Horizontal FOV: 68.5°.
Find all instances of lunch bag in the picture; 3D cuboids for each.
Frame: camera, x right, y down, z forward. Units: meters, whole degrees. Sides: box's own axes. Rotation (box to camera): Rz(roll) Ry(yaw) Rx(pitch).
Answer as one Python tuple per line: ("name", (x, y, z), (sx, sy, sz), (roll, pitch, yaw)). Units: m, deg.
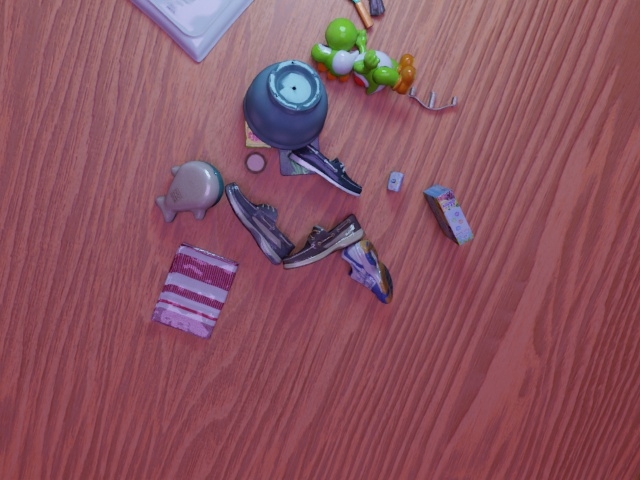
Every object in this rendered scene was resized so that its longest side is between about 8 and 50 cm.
("lunch bag", (0.284, -0.222, 1.771), (0.053, 0.083, 0.071), (13, 101, -10))

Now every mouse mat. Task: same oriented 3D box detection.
("mouse mat", (-0.079, -0.337, 1.741), (0.153, 0.007, 0.189), (-5, 103, -6))

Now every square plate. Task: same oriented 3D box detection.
("square plate", (-0.432, -0.848, 1.567), (0.347, 0.049, 0.344), (41, 94, -13))

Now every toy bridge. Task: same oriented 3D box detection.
("toy bridge", (0.415, -0.521, 1.753), (0.188, 0.026, 0.063), (9, 102, -9))

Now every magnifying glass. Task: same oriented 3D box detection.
("magnifying glass", (0.120, -0.855, 1.641), (0.092, 0.026, 0.231), (-30, 102, 1))

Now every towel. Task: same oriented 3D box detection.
("towel", (-0.478, 0.197, 1.790), (0.237, 0.037, 0.328), (22, 98, -12))

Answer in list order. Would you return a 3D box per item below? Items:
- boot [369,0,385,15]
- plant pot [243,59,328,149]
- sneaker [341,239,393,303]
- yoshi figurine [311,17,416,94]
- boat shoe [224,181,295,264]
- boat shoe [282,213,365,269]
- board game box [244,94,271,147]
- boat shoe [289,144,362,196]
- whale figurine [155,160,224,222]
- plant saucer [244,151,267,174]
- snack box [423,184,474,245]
("boot", (0.217, -0.854, 1.652), (0.107, 0.037, 0.114), (-13, 100, 9))
("plant pot", (-0.100, -0.472, 1.562), (0.293, 0.196, 0.293), (2, 81, -15))
("sneaker", (0.184, 0.129, 1.838), (0.131, 0.112, 0.296), (-17, 114, 27))
("yoshi figurine", (0.154, -0.648, 1.621), (0.362, 0.203, 0.202), (14, 84, -7))
("boat shoe", (-0.219, -0.076, 1.730), (0.130, 0.132, 0.355), (-36, 113, -8))
("boat shoe", (0.000, 0.000, 1.757), (0.342, 0.123, 0.123), (-25, 94, -13))
("board game box", (-0.224, -0.425, 1.685), (0.092, 0.043, 0.181), (-2, 102, -7))
("boat shoe", (0.036, -0.264, 1.713), (0.303, 0.114, 0.091), (28, 100, -17))
("whale figurine", (-0.462, -0.169, 1.679), (0.272, 0.141, 0.216), (-32, 85, 23))
("plant saucer", (-0.238, -0.285, 1.727), (0.084, 0.015, 0.083), (-1, 102, -6))
("snack box", (0.481, -0.100, 1.775), (0.070, 0.174, 0.207), (-28, 105, 3))
